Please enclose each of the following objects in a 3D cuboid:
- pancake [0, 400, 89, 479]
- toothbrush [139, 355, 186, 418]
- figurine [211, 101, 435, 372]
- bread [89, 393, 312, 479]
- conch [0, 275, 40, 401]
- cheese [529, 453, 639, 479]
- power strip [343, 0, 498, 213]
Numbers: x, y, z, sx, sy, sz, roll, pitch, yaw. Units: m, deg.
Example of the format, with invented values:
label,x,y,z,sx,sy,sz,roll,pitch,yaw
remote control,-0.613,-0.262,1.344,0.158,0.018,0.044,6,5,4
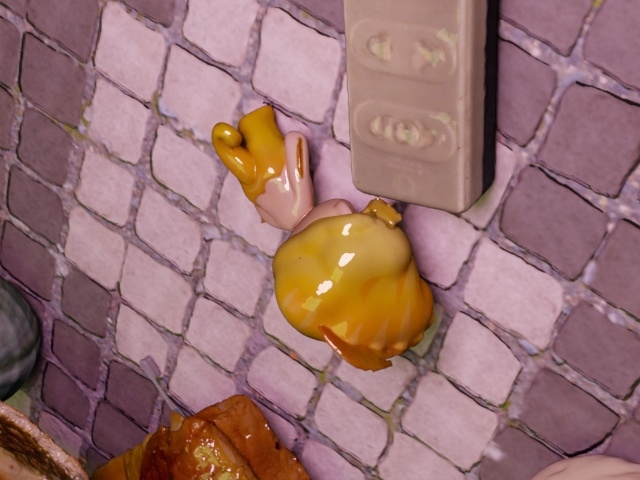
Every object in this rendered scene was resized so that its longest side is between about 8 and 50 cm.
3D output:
label,x,y,z,sx,sy,sz,roll,pitch,yaw
pancake,-0.311,0.270,1.313,0.212,0.056,0.257,44,154,4
toothbrush,-0.148,0.196,1.295,0.011,0.014,0.167,-21,105,45
figurine,0.000,0.000,0.995,0.246,0.131,0.156,52,138,18
bread,-0.153,0.289,1.279,0.185,0.109,0.380,49,141,-2
conch,-0.427,0.115,1.333,0.220,0.277,0.195,-4,102,-4
cheese,0.227,0.307,0.952,0.173,0.251,0.248,-2,100,37
power strip,0.075,-0.139,0.879,0.105,0.070,0.257,15,126,30
